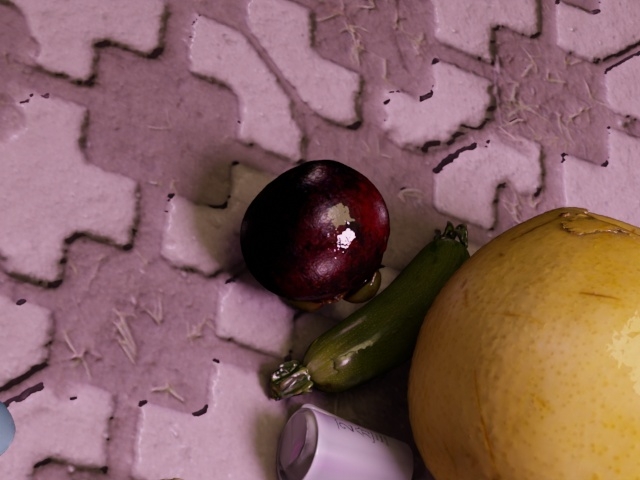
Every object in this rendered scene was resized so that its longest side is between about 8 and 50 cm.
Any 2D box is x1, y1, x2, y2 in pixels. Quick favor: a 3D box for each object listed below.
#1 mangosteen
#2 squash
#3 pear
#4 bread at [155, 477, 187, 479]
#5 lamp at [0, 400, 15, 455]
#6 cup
[{"bbox_3d":[0.000,0.000,1.730,0.152,0.152,0.152,16,54,-23],"label":"mangosteen"},{"bbox_3d":[0.074,0.078,1.773,0.318,0.080,0.071,-38,124,-40],"label":"squash"},{"bbox_3d":[0.250,0.140,1.664,0.348,0.348,0.348,16,54,-23],"label":"pear"},{"bbox_3d":[-0.132,0.316,1.420,0.316,0.054,0.316,-2,42,2],"label":"bread"},{"bbox_3d":[-0.383,0.078,1.434,0.209,0.147,0.284,-23,83,-42],"label":"lamp"},{"bbox_3d":[0.018,0.194,1.671,0.116,0.074,0.104,17,25,-27],"label":"cup"}]
